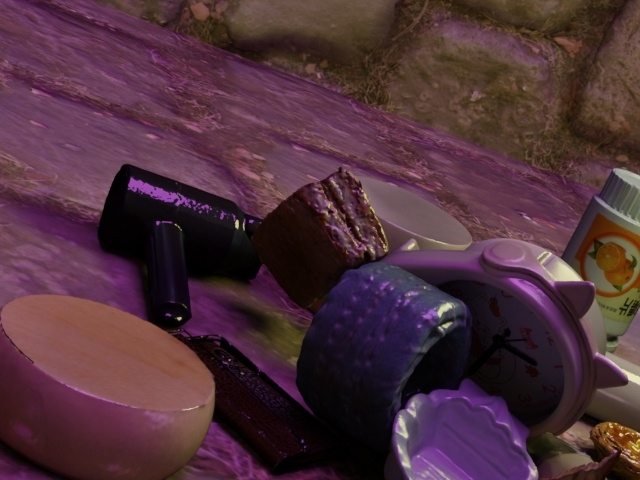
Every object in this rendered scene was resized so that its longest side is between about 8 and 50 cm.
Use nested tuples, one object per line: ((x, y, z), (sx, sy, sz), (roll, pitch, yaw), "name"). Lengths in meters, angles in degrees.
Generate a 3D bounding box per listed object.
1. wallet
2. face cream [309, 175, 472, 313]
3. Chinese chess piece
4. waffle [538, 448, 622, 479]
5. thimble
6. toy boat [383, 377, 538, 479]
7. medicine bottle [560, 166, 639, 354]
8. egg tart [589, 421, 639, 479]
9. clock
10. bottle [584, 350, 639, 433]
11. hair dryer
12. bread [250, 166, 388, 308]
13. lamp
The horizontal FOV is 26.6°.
((-0.083, 0.182, 1.586), (0.243, 0.039, 0.133), (37, 20, 34), "wallet")
((0.091, 0.031, 2.025), (0.218, 0.179, 0.218), (23, 17, -7), "face cream")
((-0.232, 0.150, 1.383), (0.251, 0.097, 0.251), (23, 16, -7), "Chinese chess piece")
((0.261, 0.272, 1.543), (0.125, 0.191, 0.032), (35, 41, 29), "waffle")
((0.074, 0.147, 1.596), (0.143, 0.235, 0.198), (28, 35, 29), "thimble")
((0.151, 0.263, 1.508), (0.199, 0.100, 0.290), (43, 30, 2), "toy boat")
((0.486, 0.046, 2.288), (0.158, 0.318, 0.158), (22, 17, -7), "medicine bottle")
((0.434, 0.305, 1.907), (0.130, 0.052, 0.130), (24, 16, -7), "egg tart")
((0.228, 0.118, 1.669), (0.324, 0.265, 0.108), (-6, 21, 44), "clock")
((0.399, 0.208, 2.060), (0.245, 0.104, 0.104), (24, 17, -4), "bottle")
((-0.167, 0.035, 1.836), (0.244, 0.116, 0.302), (18, 30, -20), "hair dryer")
((0.000, 0.000, 1.788), (0.102, 0.196, 0.138), (-34, 88, -29), "bread")
((0.293, 0.297, 1.662), (0.101, 0.101, 0.250), (17, 15, -24), "lamp")
